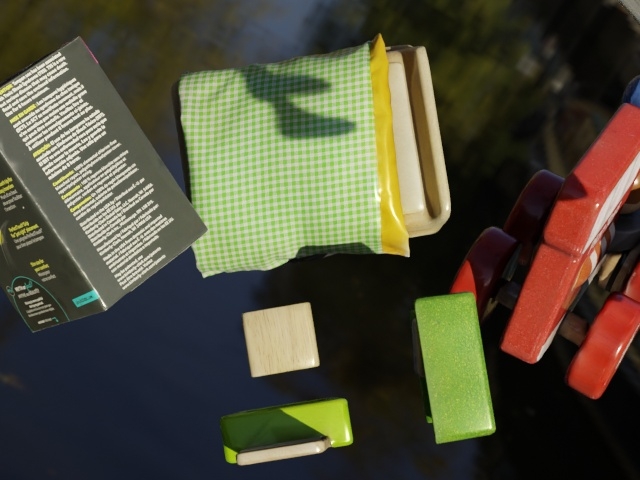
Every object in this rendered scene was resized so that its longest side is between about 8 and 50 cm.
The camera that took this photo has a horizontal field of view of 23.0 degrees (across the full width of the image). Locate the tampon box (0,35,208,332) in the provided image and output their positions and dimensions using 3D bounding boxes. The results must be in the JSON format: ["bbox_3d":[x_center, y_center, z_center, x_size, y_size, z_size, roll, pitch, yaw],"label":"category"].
[{"bbox_3d":[-0.181,-0.036,1.079,0.101,0.120,0.161,-40,104,-34],"label":"tampon box"}]

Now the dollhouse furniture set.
[{"bbox_3d":[0.000,0.000,1.126,0.198,0.301,0.151,-9,-4,2],"label":"dollhouse furniture set"}]

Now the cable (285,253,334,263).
[{"bbox_3d":[-0.030,-0.046,1.390,0.047,0.185,0.150,80,-9,-60],"label":"cable"}]

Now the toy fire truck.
[{"bbox_3d":[0.259,-0.022,1.466,0.169,0.253,0.302,30,42,14],"label":"toy fire truck"}]

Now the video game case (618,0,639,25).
[{"bbox_3d":[0.330,-0.150,0.930,0.036,0.300,0.329,-23,64,-28],"label":"video game case"}]
